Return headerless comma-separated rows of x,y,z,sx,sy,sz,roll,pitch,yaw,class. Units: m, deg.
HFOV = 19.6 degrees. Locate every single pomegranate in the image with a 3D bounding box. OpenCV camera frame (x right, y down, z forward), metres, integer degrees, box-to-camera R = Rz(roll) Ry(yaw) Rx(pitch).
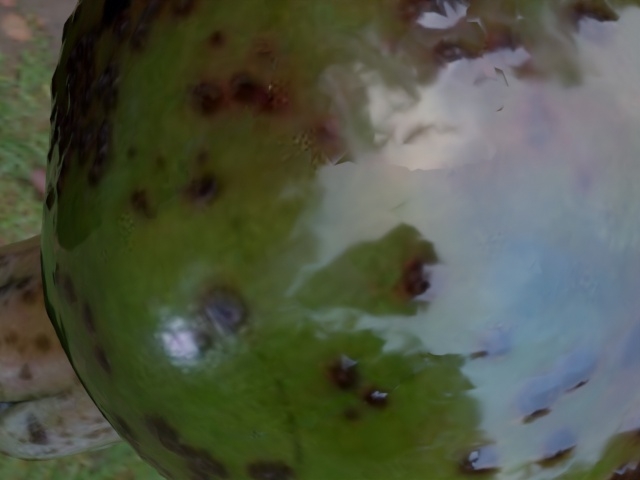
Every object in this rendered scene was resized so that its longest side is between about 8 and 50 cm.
0.000,0.000,0.474,0.202,0.248,0.202,40,39,-42,pomegranate
